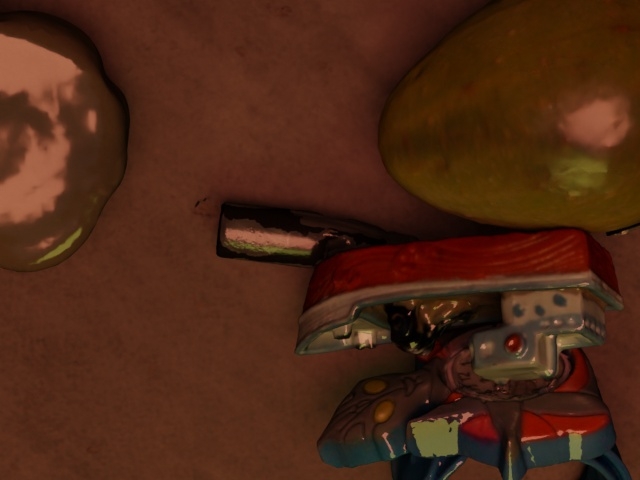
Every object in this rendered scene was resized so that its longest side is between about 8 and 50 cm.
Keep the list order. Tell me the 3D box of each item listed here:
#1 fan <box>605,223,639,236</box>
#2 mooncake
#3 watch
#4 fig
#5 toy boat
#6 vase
[{"bbox_3d":[0.351,-0.033,1.798,0.131,0.240,0.009,-23,90,-27],"label":"fan"},{"bbox_3d":[-0.319,-0.107,1.794,0.275,0.135,0.275,-2,107,-6],"label":"mooncake"},{"bbox_3d":[0.162,0.249,1.879,0.305,0.241,0.274,-13,119,2],"label":"watch"},{"bbox_3d":[0.215,-0.120,1.761,0.326,0.258,0.258,-14,106,15],"label":"fig"},{"bbox_3d":[0.124,0.077,1.790,0.332,0.145,0.133,-6,74,24],"label":"toy boat"},{"bbox_3d":[0.000,0.000,1.874,0.211,0.060,0.060,6,105,-5],"label":"vase"}]
